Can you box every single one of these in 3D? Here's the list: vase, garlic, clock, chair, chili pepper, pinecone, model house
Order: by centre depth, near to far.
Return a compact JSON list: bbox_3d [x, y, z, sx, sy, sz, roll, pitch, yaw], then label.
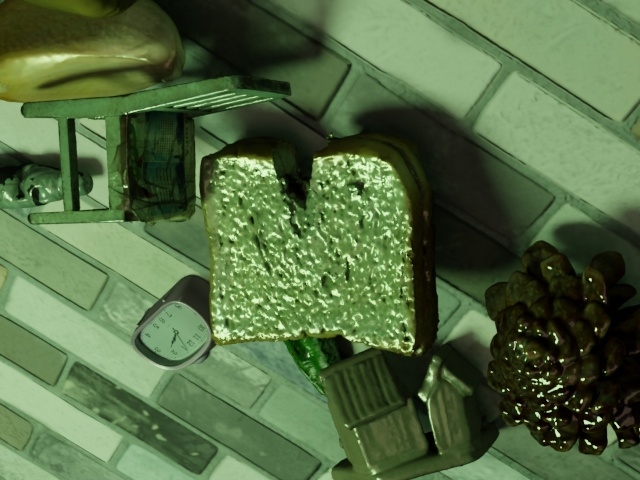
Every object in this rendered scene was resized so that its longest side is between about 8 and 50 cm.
[{"bbox_3d":[-0.173,-0.089,1.196,0.270,0.136,0.147,-2,93,23],"label":"chair"},{"bbox_3d":[-0.254,-0.206,1.206,0.244,0.164,0.145,-1,123,12],"label":"garlic"},{"bbox_3d":[0.288,0.122,1.215,0.201,0.202,0.229,13,112,-16],"label":"pinecone"},{"bbox_3d":[0.100,0.217,1.405,0.229,0.122,0.188,-17,108,7],"label":"model house"},{"bbox_3d":[-0.003,0.132,1.432,0.088,0.059,0.227,-16,121,24],"label":"chili pepper"},{"bbox_3d":[-0.387,-0.071,1.434,0.211,0.060,0.060,-2,125,23],"label":"vase"},{"bbox_3d":[-0.184,0.124,1.504,0.110,0.050,0.152,40,130,-10],"label":"clock"}]

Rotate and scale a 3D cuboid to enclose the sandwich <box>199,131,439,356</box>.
[{"bbox_3d":[-0.001,0.000,1.265,0.273,0.095,0.249,1,103,24],"label":"sandwich"}]

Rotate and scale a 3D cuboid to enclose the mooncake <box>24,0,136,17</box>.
[{"bbox_3d":[-0.211,-0.323,1.066,0.117,0.235,0.235,13,129,10],"label":"mooncake"}]
